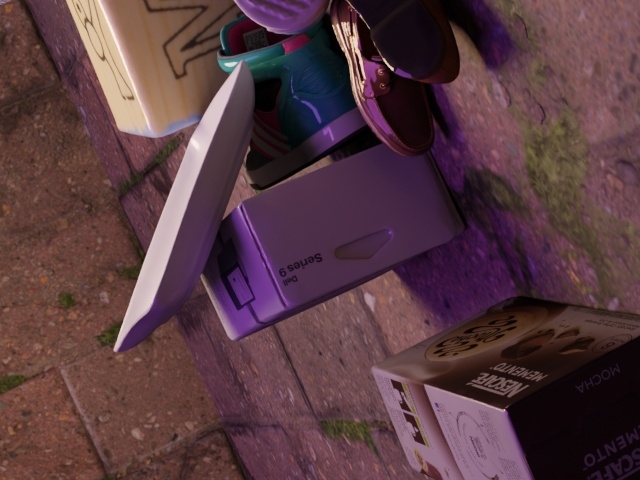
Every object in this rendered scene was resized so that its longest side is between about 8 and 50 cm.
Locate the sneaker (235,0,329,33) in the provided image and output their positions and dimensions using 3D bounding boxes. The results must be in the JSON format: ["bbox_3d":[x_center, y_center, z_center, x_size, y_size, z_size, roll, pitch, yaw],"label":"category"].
[{"bbox_3d":[-0.083,-0.370,1.560,0.150,0.135,0.365,-6,-99,-88],"label":"sneaker"}]

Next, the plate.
[{"bbox_3d":[-0.138,-0.024,1.691,0.045,0.277,0.278,21,161,-10],"label":"plate"}]

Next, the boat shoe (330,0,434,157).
[{"bbox_3d":[0.062,-0.164,1.516,0.178,0.064,0.060,67,166,0],"label":"boat shoe"}]

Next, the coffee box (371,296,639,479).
[{"bbox_3d":[0.186,0.143,1.394,0.118,0.168,0.297,68,164,-9],"label":"coffee box"}]

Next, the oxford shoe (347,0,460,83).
[{"bbox_3d":[0.065,-0.225,1.422,0.076,0.076,0.212,16,-131,-57],"label":"oxford shoe"}]

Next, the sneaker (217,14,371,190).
[{"bbox_3d":[-0.049,-0.163,1.747,0.178,0.124,0.295,61,157,-2],"label":"sneaker"}]

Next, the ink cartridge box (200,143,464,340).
[{"bbox_3d":[0.000,0.000,1.691,0.121,0.211,0.289,66,163,3],"label":"ink cartridge box"}]

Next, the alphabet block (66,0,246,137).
[{"bbox_3d":[-0.170,-0.249,1.884,0.192,0.193,0.197,16,129,67],"label":"alphabet block"}]

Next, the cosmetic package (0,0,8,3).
[{"bbox_3d":[-0.331,-0.496,1.780,0.393,0.329,0.327,69,164,-15],"label":"cosmetic package"}]
